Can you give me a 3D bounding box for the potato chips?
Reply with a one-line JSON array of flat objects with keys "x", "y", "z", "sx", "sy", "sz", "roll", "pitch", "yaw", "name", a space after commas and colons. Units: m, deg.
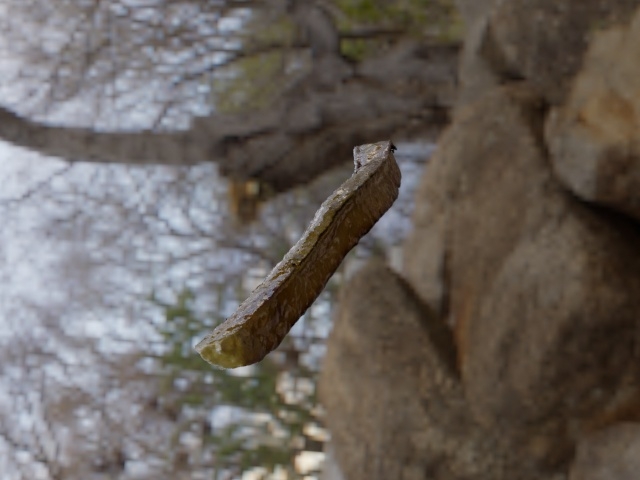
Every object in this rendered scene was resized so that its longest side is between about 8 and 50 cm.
[{"x": 0.000, "y": 0.000, "z": 0.705, "sx": 0.026, "sy": 0.037, "sz": 0.204, "roll": 64, "pitch": -151, "yaw": -17, "name": "potato chips"}]
